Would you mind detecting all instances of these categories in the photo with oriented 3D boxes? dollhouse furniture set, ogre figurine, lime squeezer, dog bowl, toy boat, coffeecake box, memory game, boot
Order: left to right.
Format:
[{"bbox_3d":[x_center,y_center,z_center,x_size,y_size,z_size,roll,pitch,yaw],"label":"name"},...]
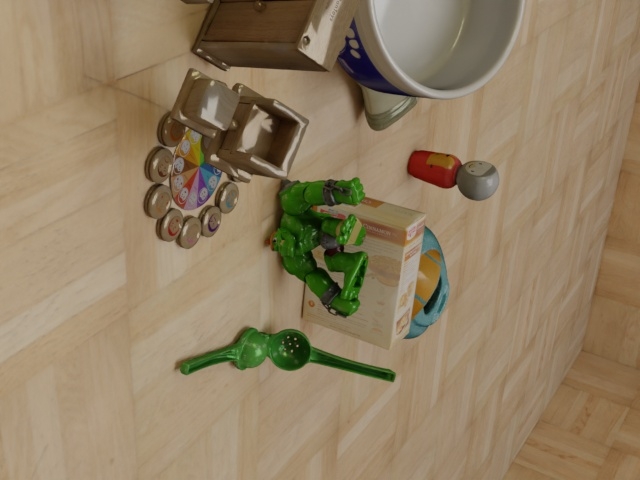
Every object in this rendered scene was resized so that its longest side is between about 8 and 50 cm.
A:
[{"bbox_3d":[-0.152,-0.256,0.805,0.355,0.173,0.303,26,83,-40],"label":"dollhouse furniture set"},{"bbox_3d":[-0.126,-0.080,1.014,0.186,0.012,0.186,-43,143,-46],"label":"memory game"},{"bbox_3d":[-0.059,0.154,1.212,0.310,0.110,0.059,8,118,-34],"label":"lime squeezer"},{"bbox_3d":[0.000,0.000,1.198,0.097,0.118,0.197,-53,147,-27],"label":"ogre figurine"},{"bbox_3d":[0.058,0.038,1.309,0.068,0.142,0.186,-33,135,-54],"label":"coffeecake box"},{"bbox_3d":[0.110,-0.271,1.294,0.213,0.077,0.165,-57,150,-19],"label":"boot"},{"bbox_3d":[0.124,-0.307,1.148,0.264,0.104,0.265,-9,105,-37],"label":"dog bowl"},{"bbox_3d":[0.167,0.006,1.502,0.318,0.148,0.267,-68,154,-9],"label":"toy boat"}]
